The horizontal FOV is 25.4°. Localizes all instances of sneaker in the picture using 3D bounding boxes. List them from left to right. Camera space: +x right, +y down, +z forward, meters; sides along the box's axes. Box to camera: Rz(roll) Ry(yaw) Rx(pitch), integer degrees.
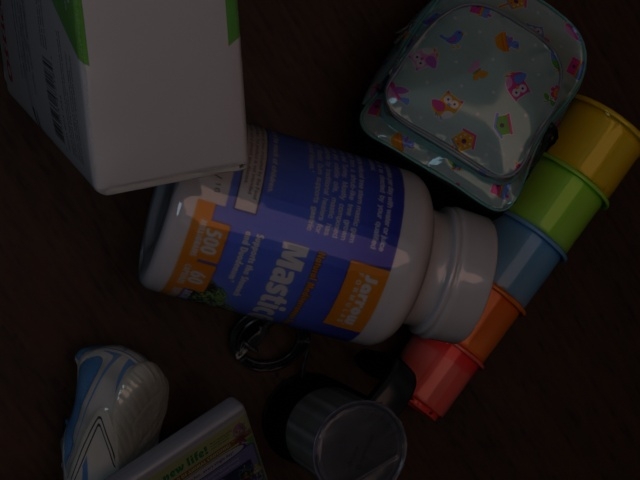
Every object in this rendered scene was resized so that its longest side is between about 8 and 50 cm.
[{"bbox_3d":[-0.180,0.198,1.180,0.085,0.086,0.237,-5,111,-48],"label":"sneaker"}]

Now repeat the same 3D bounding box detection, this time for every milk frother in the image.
[{"bbox_3d":[-0.007,0.132,1.196,0.143,0.135,0.129,25,86,-20],"label":"milk frother"}]

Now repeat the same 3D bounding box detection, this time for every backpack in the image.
[{"bbox_3d":[0.134,-0.132,1.215,0.166,0.144,0.188,31,74,2],"label":"backpack"}]

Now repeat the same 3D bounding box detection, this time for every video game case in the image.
[{"bbox_3d":[-0.128,0.259,1.171,0.212,0.023,0.193,-32,126,-25],"label":"video game case"}]

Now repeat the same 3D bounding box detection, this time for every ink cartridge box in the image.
[{"bbox_3d":[-0.156,-0.172,1.021,0.115,0.273,0.198,-12,114,-21],"label":"ink cartridge box"}]

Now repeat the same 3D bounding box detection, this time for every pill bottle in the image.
[{"bbox_3d":[0.000,0.000,1.161,0.272,0.152,0.152,15,90,-13],"label":"pill bottle"}]

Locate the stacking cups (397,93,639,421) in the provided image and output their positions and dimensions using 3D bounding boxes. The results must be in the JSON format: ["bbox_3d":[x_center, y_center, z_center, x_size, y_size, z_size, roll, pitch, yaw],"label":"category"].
[{"bbox_3d":[0.176,0.023,1.279,0.096,0.096,0.316,35,85,-19],"label":"stacking cups"}]
